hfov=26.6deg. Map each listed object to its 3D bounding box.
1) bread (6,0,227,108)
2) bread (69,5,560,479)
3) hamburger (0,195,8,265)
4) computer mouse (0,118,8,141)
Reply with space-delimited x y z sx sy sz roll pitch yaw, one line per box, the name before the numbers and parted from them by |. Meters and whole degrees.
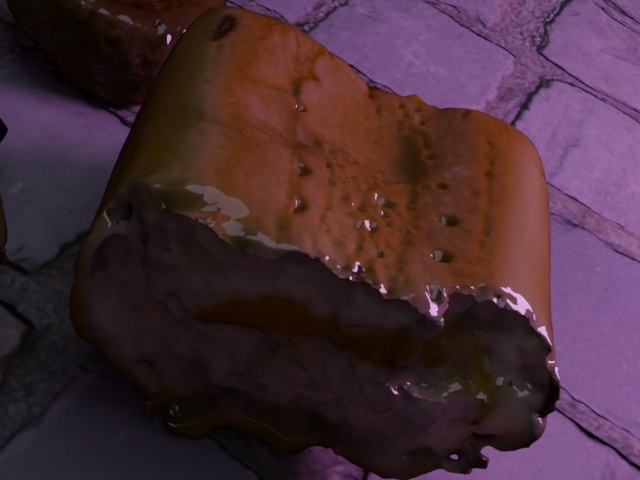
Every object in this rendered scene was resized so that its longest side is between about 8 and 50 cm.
bread | -0.205 -0.231 1.355 0.230 0.123 0.230 20 37 -16
bread | 0.000 0.000 1.113 0.361 0.250 0.394 21 35 -9
hamburger | -0.346 -0.009 1.042 0.213 0.108 0.214 11 42 -10
computer mouse | -0.357 -0.088 1.163 0.172 0.057 0.099 0 45 -12
